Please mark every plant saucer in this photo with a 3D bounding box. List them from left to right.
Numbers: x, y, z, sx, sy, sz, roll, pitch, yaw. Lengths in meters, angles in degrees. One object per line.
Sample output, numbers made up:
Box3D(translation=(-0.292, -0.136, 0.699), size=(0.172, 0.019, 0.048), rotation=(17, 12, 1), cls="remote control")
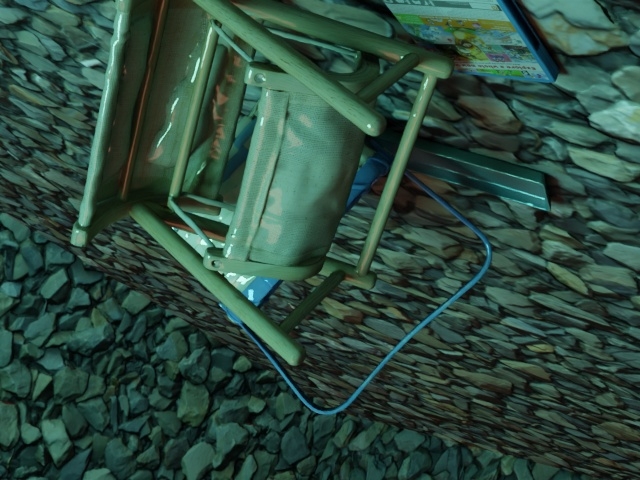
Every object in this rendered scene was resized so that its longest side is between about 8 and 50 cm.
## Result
Box3D(translation=(0.147, -0.075, 1.325), size=(0.192, 0.018, 0.067), rotation=(17, 163, 23), cls="plant saucer")

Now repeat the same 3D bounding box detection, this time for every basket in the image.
Box3D(translation=(0.000, 0.000, 1.329), size=(0.289, 0.255, 0.201), rotation=(47, -177, 5), cls="basket")

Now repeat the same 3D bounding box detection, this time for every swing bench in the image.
Box3D(translation=(-0.059, -0.078, 1.111), size=(0.254, 0.165, 0.253), rotation=(28, 125, 14), cls="swing bench")

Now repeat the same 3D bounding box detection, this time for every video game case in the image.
Box3D(translation=(0.109, -0.181, 1.027), size=(0.119, 0.015, 0.166), rotation=(12, 160, 37), cls="video game case")
